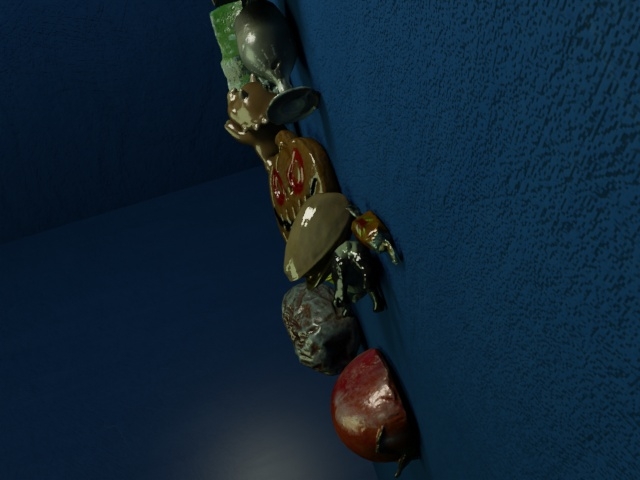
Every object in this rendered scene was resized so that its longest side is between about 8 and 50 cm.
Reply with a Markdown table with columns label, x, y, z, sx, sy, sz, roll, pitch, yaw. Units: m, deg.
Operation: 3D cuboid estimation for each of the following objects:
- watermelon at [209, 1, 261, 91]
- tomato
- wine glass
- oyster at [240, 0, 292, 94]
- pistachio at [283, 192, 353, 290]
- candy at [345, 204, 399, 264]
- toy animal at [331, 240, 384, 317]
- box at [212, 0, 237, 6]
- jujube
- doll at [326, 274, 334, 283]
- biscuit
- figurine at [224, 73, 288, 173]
| label | x | y | z | sx | sy | sz | roll | pitch | yaw |
| --- | --- | --- | --- | --- | --- | --- | --- | --- | --- |
| watermelon | -0.234 | -0.561 | 1.628 | 0.302 | 0.151 | 0.264 | -145 | 37 | -79 |
| tomato | 0.108 | 0.408 | 1.300 | 0.309 | 0.170 | 0.309 | 162 | 90 | -82 |
| wine glass | -0.095 | -0.368 | 1.112 | 0.126 | 0.126 | 0.241 | 90 | 159 | -70 |
| oyster | -0.150 | -0.501 | 1.371 | 0.199 | 0.087 | 0.252 | 64 | -170 | -56 |
| pistachio | 0.000 | 0.000 | 1.106 | 0.131 | 0.129 | 0.206 | 8 | 75 | 61 |
| candy | 0.082 | -0.015 | 0.906 | 0.182 | 0.046 | 0.053 | -123 | 14 | -59 |
| toy animal | 0.070 | 0.081 | 1.079 | 0.225 | 0.094 | 0.121 | 61 | -162 | -64 |
| box | -0.162 | -0.555 | 1.036 | 0.231 | 0.149 | 0.155 | -116 | 11 | -54 |
| jujube | -0.001 | 0.257 | 1.633 | 0.317 | 0.226 | 0.226 | -132 | 24 | -56 |
| doll | 0.020 | 0.032 | 1.419 | 0.129 | 0.081 | 0.207 | 103 | 146 | -67 |
| biscuit | -0.059 | -0.122 | 1.330 | 0.367 | 0.063 | 0.314 | -23 | 82 | 68 |
| figurine | -0.145 | -0.334 | 1.496 | 0.247 | 0.177 | 0.173 | 52 | 136 | -1 |
